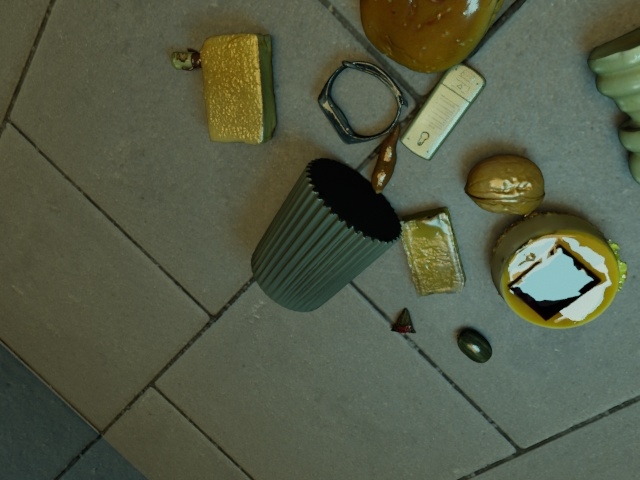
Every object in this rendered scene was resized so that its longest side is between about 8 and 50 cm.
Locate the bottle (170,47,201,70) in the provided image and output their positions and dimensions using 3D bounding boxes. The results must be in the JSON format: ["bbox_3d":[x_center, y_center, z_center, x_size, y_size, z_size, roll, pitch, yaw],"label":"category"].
[{"bbox_3d":[-0.360,-0.501,1.155,0.101,0.047,0.063,6,102,15],"label":"bottle"}]

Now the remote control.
[{"bbox_3d":[0.297,-0.314,1.023,0.098,0.038,0.234,35,118,3],"label":"remote control"}]

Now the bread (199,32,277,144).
[{"bbox_3d":[-0.215,-0.399,1.115,0.184,0.114,0.275,7,111,19],"label":"bread"}]

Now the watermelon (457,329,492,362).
[{"bbox_3d":[0.441,0.302,1.196,0.110,0.078,0.078,40,117,2],"label":"watermelon"}]

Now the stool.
[{"bbox_3d":[0.000,0.000,1.113,0.297,0.297,0.330,40,122,-1],"label":"stool"}]

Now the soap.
[{"bbox_3d":[0.307,0.035,1.137,0.134,0.076,0.234,-12,108,23],"label":"soap"}]

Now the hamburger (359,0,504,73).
[{"bbox_3d":[0.223,-0.510,0.871,0.289,0.170,0.314,35,146,11],"label":"hamburger"}]

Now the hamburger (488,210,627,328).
[{"bbox_3d":[0.563,0.073,1.014,0.294,0.179,0.276,39,114,4],"label":"hamburger"}]

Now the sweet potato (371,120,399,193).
[{"bbox_3d":[0.174,-0.217,1.092,0.056,0.056,0.195,16,104,11],"label":"sweet potato"}]

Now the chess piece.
[{"bbox_3d":[0.692,-0.261,0.857,0.182,0.182,0.330,-20,109,24],"label":"chess piece"}]

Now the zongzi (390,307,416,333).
[{"bbox_3d":[0.261,0.260,1.262,0.073,0.067,0.083,18,134,-2],"label":"zongzi"}]

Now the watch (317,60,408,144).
[{"bbox_3d":[0.103,-0.354,1.055,0.192,0.068,0.206,-30,103,22],"label":"watch"}]

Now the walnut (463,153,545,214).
[{"bbox_3d":[0.436,-0.133,0.994,0.180,0.144,0.144,1,111,22],"label":"walnut"}]
